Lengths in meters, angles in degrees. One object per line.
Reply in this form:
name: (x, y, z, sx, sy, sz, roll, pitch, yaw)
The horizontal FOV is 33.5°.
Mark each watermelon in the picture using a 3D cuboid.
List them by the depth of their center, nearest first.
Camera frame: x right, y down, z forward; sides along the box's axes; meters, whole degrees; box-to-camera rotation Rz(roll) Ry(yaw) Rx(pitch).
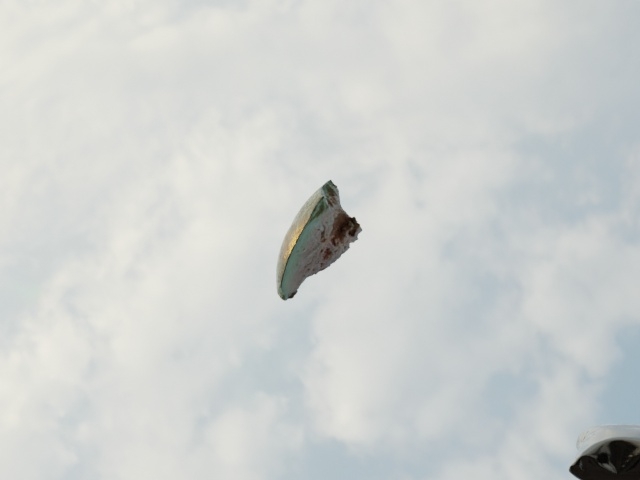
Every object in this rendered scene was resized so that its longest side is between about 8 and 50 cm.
watermelon: (-0.011, -0.002, 1.296, 0.080, 0.101, 0.155, 44, -97, 4)

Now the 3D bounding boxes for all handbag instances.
handbag: (0.399, 0.256, 1.232, 0.211, 0.254, 0.089, 1, -95, 15)
